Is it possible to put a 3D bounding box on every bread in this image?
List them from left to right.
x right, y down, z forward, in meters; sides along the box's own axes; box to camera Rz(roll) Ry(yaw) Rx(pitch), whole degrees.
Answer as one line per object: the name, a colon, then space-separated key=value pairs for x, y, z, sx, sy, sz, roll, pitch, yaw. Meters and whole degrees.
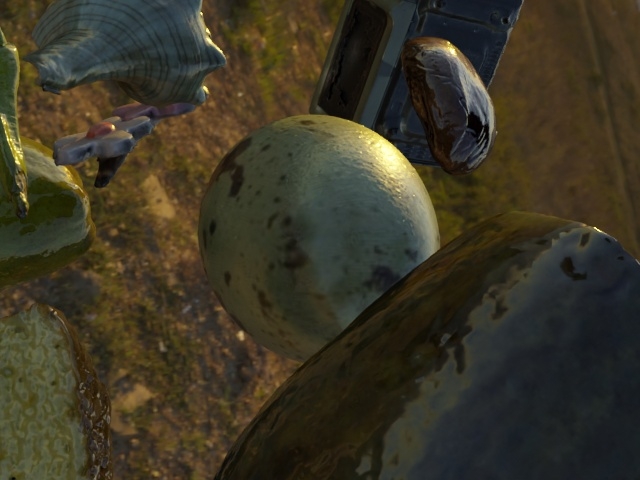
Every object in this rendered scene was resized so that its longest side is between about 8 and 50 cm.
bread: x=-0.273 y=0.181 z=0.870 sx=0.139 sy=0.143 sz=0.229 roll=99 pitch=-19 yaw=-74

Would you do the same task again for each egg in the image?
egg: x=0.000 y=0.000 z=1.100 sx=0.287 sy=0.287 sz=0.379 roll=46 pitch=6 yaw=-35

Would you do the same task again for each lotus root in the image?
lotus root: x=0.074 y=0.160 z=0.570 sx=0.346 sy=0.250 sz=0.250 roll=-45 pitch=123 yaw=-5

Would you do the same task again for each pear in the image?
pear: x=-0.486 y=-0.041 z=1.310 sx=0.307 sy=0.253 sz=0.253 roll=-9 pitch=84 yaw=-13

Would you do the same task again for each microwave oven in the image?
microwave oven: x=0.177 y=-0.334 z=1.669 sx=0.286 sy=0.355 sz=0.218 roll=6 pitch=28 yaw=-29

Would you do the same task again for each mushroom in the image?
mushroom: x=0.104 y=-0.110 z=0.719 sx=0.123 sy=0.052 sz=0.123 roll=49 pitch=27 yaw=-36

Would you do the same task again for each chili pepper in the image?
chili pepper: x=-0.322 y=-0.116 z=0.934 sx=0.043 sy=0.049 sz=0.208 roll=15 pitch=63 yaw=-68

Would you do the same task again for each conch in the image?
conch: x=-0.155 y=-0.175 z=0.735 sx=0.234 sy=0.137 sz=0.114 roll=8 pitch=114 yaw=-59

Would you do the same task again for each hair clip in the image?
hair clip: x=-0.258 y=-0.153 z=1.251 sx=0.257 sy=0.146 sz=0.075 roll=-49 pitch=121 yaw=-40
